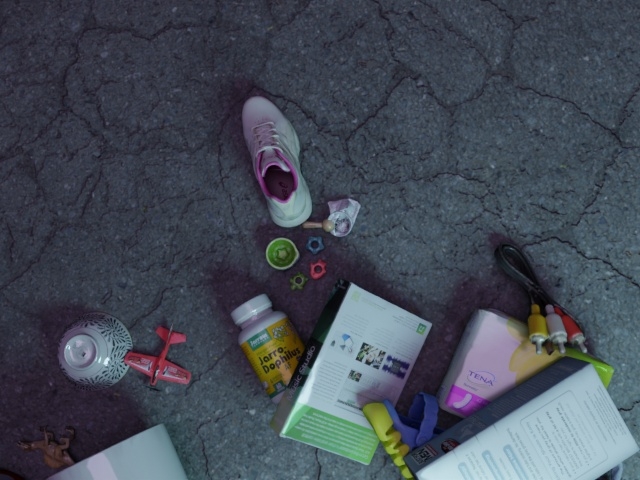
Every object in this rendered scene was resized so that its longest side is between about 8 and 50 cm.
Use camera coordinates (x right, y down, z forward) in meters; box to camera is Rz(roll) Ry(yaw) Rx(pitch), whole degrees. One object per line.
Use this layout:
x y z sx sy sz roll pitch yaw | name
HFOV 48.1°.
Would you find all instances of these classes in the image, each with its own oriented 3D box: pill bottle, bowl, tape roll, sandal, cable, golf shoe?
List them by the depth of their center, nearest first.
0.217 0.423 1.404 0.138 0.126 0.317 -33 104 -5 | sandal
-0.388 0.486 1.405 0.246 0.246 0.169 -27 82 1 | tape roll
0.444 0.110 1.424 0.139 0.072 0.287 3 52 -15 | cable
-0.097 0.219 1.480 0.117 0.117 0.208 -31 81 0 | pill bottle
-0.097 -0.184 1.515 0.115 0.140 0.306 -21 75 2 | golf shoe
-0.494 0.236 1.526 0.170 0.080 0.170 0 83 3 | bowl

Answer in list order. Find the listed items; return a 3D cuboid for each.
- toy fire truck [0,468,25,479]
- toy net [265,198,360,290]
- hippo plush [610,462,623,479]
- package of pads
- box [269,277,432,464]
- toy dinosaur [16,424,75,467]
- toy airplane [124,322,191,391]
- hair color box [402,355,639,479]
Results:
-0.636 0.589 1.405 0.302 0.254 0.169 25 86 7 | toy fire truck
0.000 0.000 1.537 0.232 0.045 0.122 -39 81 -1 | toy net
0.539 0.570 1.330 0.294 0.236 0.234 -35 82 -1 | hippo plush
0.407 0.287 1.443 0.296 0.101 0.229 24 86 6 | package of pads
0.066 0.264 1.433 0.232 0.058 0.322 28 83 -30 | box
-0.553 0.448 1.528 0.183 0.053 0.093 24 101 14 | toy dinosaur
-0.341 0.249 1.539 0.151 0.028 0.151 0 83 3 | toy airplane
0.361 0.389 1.309 0.374 0.113 0.185 -30 91 -7 | hair color box
